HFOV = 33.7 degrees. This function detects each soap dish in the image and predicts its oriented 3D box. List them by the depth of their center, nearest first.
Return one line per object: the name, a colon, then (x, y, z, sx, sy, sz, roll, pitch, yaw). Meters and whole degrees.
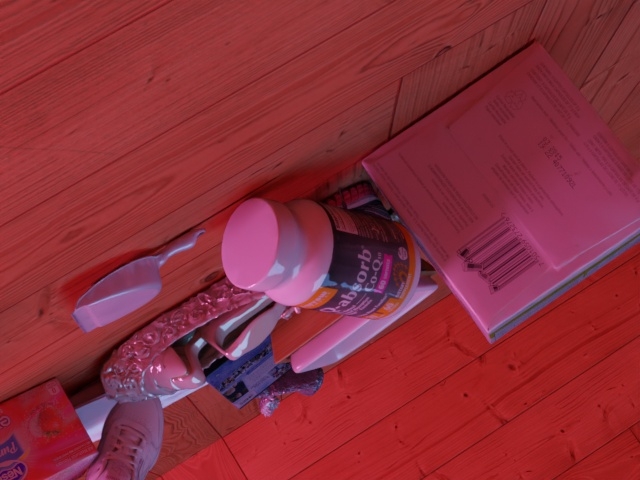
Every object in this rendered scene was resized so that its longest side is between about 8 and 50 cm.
soap dish: (0.058, 0.118, 1.933, 0.291, 0.118, 0.229, -37, 166, 18)

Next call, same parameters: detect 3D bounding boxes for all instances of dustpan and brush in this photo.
dustpan and brush: (-0.246, 0.047, 1.456, 0.211, 0.060, 0.147, -24, 167, -11)

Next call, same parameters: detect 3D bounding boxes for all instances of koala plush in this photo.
koala plush: (-0.125, 0.292, 2.385, 0.203, 0.196, 0.221, -17, 164, -16)

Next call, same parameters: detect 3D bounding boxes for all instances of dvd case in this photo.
dvd case: (-0.134, 0.252, 2.143, 0.180, 0.022, 0.253, -38, 154, -5)

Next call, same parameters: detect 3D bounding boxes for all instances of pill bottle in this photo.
pill bottle: (0.003, 0.026, 1.563, 0.278, 0.162, 0.162, 12, 138, -41)

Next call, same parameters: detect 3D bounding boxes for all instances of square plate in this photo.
square plate: (-0.350, 0.289, 2.057, 0.344, 0.049, 0.347, -25, 165, -21)

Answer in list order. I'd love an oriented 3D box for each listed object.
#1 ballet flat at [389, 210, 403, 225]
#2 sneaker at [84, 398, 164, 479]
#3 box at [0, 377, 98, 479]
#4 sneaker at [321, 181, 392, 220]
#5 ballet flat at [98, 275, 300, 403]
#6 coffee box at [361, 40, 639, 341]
ballet flat: (0.153, -0.018, 2.114, 0.241, 0.077, 0.091, -40, 167, 28)
sneaker: (-0.338, 0.391, 1.824, 0.152, 0.114, 0.305, -44, -156, 59)
box: (-0.533, 0.368, 1.702, 0.300, 0.154, 0.142, -24, 165, -33)
sneaker: (0.000, 0.000, 1.727, 0.299, 0.112, 0.121, -25, 165, -31)
ballet flat: (-0.200, 0.169, 1.799, 0.409, 0.147, 0.147, -36, 167, 2)
coffee box: (0.319, -0.063, 1.756, 0.338, 0.337, 0.334, -35, 167, 3)
